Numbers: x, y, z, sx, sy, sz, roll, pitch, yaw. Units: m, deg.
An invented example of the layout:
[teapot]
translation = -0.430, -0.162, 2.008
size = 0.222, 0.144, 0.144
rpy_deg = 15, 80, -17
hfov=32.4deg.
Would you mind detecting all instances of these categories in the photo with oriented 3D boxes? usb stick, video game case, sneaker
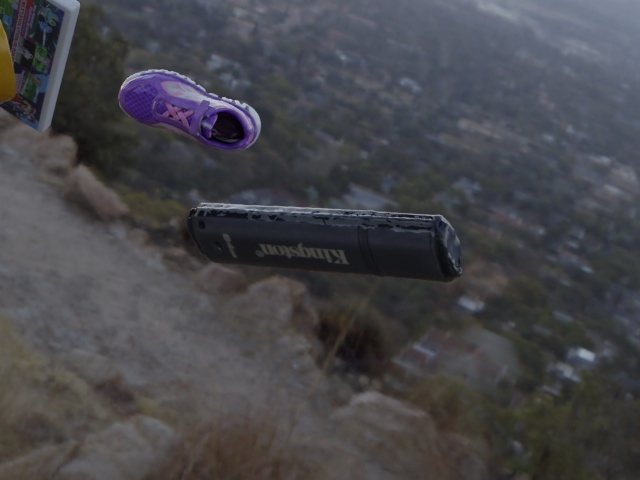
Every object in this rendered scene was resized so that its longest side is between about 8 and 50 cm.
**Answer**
[usb stick]
translation = 0.000, 0.000, 1.046
size = 0.278, 0.045, 0.077
rpy_deg = 4, -35, 28
[video game case]
translation = -0.377, -0.244, 1.282
size = 0.183, 0.201, 0.023
rpy_deg = 33, 45, 3
[sneaker]
translation = -0.204, -0.200, 1.750
size = 0.236, 0.095, 0.104
rpy_deg = 17, 16, -14

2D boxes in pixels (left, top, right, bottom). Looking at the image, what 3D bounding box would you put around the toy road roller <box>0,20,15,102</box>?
[toy road roller]
translation = -0.381, -0.109, 0.876
size = 0.202, 0.241, 0.329
rpy_deg = -24, 42, -27
